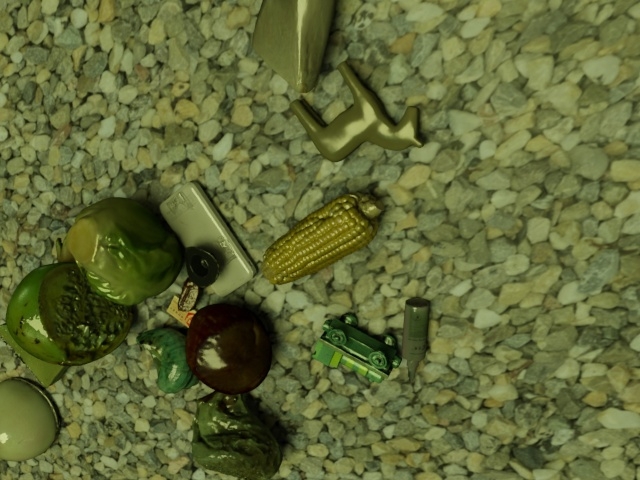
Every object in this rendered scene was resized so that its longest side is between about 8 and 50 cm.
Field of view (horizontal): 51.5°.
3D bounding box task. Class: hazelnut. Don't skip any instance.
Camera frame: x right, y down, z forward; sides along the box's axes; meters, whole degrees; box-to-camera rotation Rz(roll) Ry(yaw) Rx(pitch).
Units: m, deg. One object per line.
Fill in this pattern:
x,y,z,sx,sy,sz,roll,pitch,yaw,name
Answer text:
-0.237,0.270,1.635,0.218,0.218,0.233,-14,101,26,hazelnut

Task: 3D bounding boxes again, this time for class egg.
-0.979,0.576,2.068,0.287,0.174,0.264,5,105,25,egg

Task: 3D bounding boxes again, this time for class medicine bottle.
0.213,0.231,1.509,0.058,0.058,0.199,9,109,20,medicine bottle

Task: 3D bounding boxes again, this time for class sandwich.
-0.827,0.285,1.976,0.245,0.063,0.212,46,114,3,sandwich

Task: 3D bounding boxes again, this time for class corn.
0.000,0.000,1.488,0.347,0.130,0.130,-32,92,32,corn

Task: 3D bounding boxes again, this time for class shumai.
-0.200,0.505,1.736,0.225,0.221,0.261,-15,137,38,shumai

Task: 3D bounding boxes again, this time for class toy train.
0.088,0.262,1.566,0.200,0.083,0.132,29,126,12,toy train

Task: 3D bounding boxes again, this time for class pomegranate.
-0.678,0.165,1.765,0.216,0.310,0.358,-27,61,34,pomegranate

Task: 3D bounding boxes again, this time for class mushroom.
-0.032,-0.514,1.335,0.154,0.138,0.407,33,115,43,mushroom

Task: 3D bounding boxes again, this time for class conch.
-0.399,0.320,1.768,0.176,0.122,0.188,-14,99,47,conch

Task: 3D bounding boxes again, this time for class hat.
-0.283,0.056,1.626,0.121,0.050,0.121,17,122,30,hat

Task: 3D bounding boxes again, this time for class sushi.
-0.339,0.140,1.719,0.052,0.055,0.120,19,106,2,sushi

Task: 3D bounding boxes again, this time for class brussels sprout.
-0.484,0.024,1.637,0.259,0.294,0.227,44,101,30,brussels sprout

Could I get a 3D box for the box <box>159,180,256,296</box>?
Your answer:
-0.283,-0.001,1.657,0.142,0.044,0.285,-33,92,30,box

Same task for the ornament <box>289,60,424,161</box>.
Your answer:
0.085,-0.254,1.407,0.230,0.061,0.244,-35,88,27,ornament

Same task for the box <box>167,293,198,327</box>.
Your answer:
-0.360,0.192,1.767,0.093,0.015,0.058,36,115,10,box
